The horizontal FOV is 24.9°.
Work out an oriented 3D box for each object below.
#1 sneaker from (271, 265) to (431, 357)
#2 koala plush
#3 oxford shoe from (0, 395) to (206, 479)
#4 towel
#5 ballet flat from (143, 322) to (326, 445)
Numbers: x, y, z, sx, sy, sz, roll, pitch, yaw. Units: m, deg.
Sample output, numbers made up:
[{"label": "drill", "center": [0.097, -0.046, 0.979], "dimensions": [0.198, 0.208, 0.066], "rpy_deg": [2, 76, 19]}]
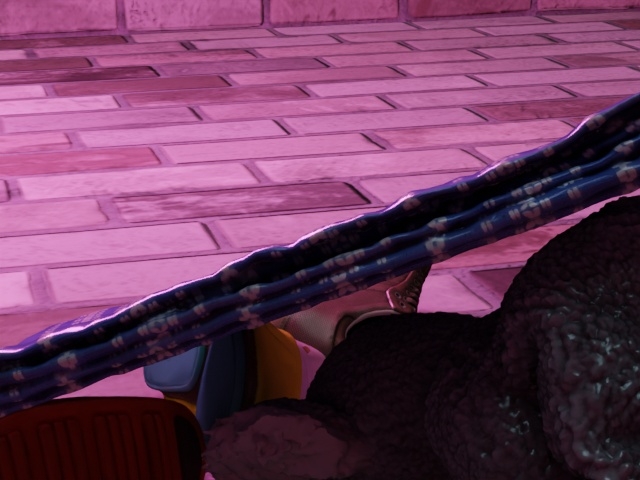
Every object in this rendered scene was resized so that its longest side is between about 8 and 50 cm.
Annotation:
[{"label": "sneaker", "center": [0.036, 0.050, 0.947], "dimensions": [0.071, 0.066, 0.188], "rpy_deg": [27, 33, 24]}, {"label": "koala plush", "center": [0.078, 0.082, 0.629], "dimensions": [0.221, 0.203, 0.196], "rpy_deg": [-1, 11, 43]}, {"label": "oxford shoe", "center": [-0.177, 0.120, 0.639], "dimensions": [0.271, 0.097, 0.098], "rpy_deg": [-12, 14, -36]}, {"label": "towel", "center": [0.000, 0.000, 0.636], "dimensions": [0.336, 0.040, 0.243], "rpy_deg": [-20, 1, 5]}, {"label": "ballet flat", "center": [-0.038, 0.072, 0.787], "dimensions": [0.077, 0.077, 0.231], "rpy_deg": [13, -2, -17]}]
